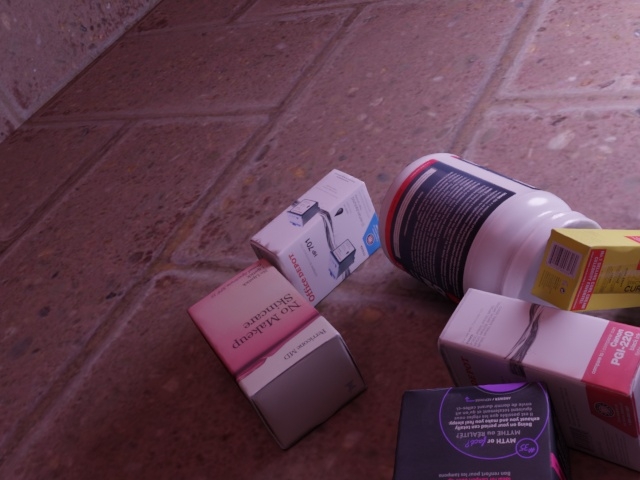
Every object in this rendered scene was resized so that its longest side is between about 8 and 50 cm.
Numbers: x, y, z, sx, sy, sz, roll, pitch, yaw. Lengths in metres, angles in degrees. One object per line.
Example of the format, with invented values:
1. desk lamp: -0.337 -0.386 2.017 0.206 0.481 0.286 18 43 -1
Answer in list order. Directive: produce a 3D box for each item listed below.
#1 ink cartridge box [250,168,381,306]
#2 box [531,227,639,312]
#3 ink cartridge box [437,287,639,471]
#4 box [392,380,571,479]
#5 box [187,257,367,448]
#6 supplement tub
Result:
1. ink cartridge box: 0.000 0.000 1.168 0.191 0.139 0.082 -43 42 -20
2. box: 0.359 0.033 0.868 0.232 0.087 0.058 2 20 -36
3. ink cartridge box: 0.263 0.155 0.822 0.218 0.158 0.092 11 52 37
4. box: 0.166 0.296 0.722 0.165 0.143 0.270 -10 41 23
5. box: -0.068 0.154 1.036 0.149 0.126 0.232 -35 38 -13
6. supplement tub: 0.228 0.002 0.995 0.191 0.191 0.272 -38 39 -15
